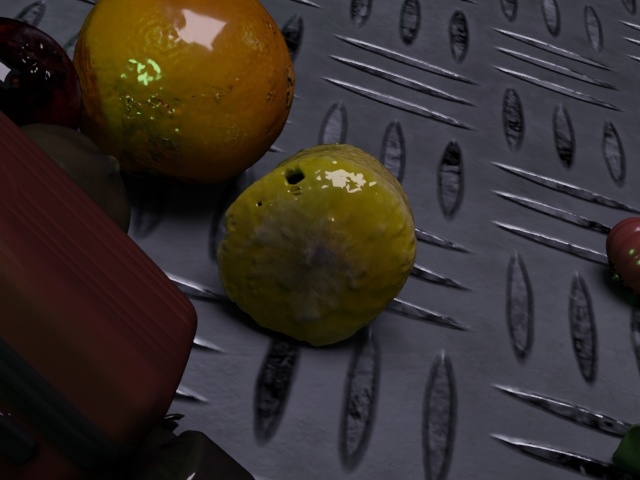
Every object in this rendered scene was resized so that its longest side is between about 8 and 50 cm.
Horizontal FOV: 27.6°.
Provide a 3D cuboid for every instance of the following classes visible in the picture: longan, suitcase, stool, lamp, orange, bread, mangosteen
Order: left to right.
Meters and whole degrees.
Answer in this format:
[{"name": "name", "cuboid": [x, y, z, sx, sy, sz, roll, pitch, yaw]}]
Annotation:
[{"name": "mangosteen", "cuboid": [-0.342, -0.135, 1.335, 0.199, 0.200, 0.200, 15, 32, -9]}, {"name": "suitcase", "cuboid": [-0.245, 0.042, 1.005, 0.297, 0.161, 0.236, 47, 13, -11]}, {"name": "longan", "cuboid": [-0.263, -0.026, 1.206, 0.189, 0.189, 0.189, 15, 32, -9]}, {"name": "orange", "cuboid": [-0.150, -0.178, 1.435, 0.246, 0.246, 0.246, 15, 32, -9]}, {"name": "stool", "cuboid": [-0.104, 0.210, 0.995, 0.121, 0.125, 0.217, 42, 0, -17]}, {"name": "bread", "cuboid": [0.001, -0.003, 1.327, 0.197, 0.197, 0.170, 20, 18, -1]}, {"name": "lamp", "cuboid": [0.393, 0.022, 1.581, 0.107, 0.092, 0.107, 49, 10, -11]}]

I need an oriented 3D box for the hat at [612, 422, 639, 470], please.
[{"name": "hat", "cuboid": [0.402, 0.211, 1.276, 0.173, 0.144, 0.166, -31, 57, -25]}]
